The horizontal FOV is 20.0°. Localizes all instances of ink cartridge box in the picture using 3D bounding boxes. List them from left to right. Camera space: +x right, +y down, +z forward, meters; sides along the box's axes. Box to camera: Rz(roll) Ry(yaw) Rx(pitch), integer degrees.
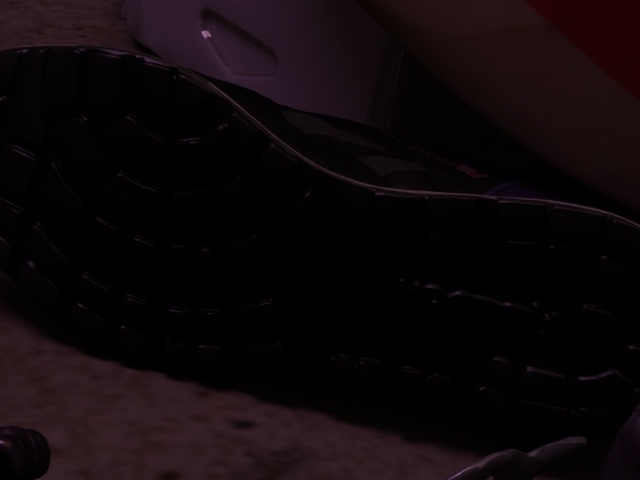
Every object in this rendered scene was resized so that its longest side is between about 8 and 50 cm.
[{"bbox_3d":[0.085,-0.141,0.970,0.307,0.129,0.223,-9,32,-38],"label":"ink cartridge box"}]

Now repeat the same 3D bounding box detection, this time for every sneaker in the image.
[{"bbox_3d":[0.000,0.000,0.692,0.283,0.107,0.124,19,11,6],"label":"sneaker"}]

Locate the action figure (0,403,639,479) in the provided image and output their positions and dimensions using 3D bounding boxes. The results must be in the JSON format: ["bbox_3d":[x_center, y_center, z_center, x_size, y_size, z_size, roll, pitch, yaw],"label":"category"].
[{"bbox_3d":[-0.043,0.110,0.405,0.285,0.099,0.185,-3,36,-19],"label":"action figure"}]

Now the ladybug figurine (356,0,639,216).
[{"bbox_3d":[0.124,-0.178,0.753,0.305,0.162,0.449,-10,53,-39],"label":"ladybug figurine"}]
